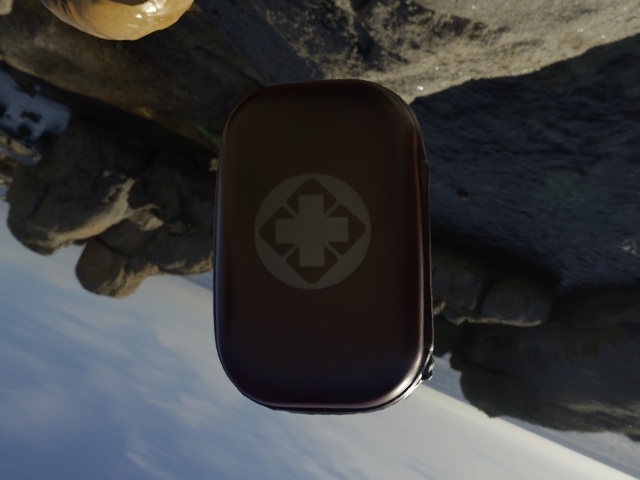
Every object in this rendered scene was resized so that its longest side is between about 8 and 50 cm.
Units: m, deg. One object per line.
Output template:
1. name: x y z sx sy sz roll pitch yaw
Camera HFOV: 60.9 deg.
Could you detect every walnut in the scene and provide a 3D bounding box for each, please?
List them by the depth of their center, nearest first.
1. walnut: -0.254 -0.355 0.685 0.195 0.222 0.195 15 129 19

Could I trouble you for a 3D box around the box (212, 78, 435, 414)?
1. box: 0.000 0.000 0.652 0.263 0.404 0.108 -2 171 8
